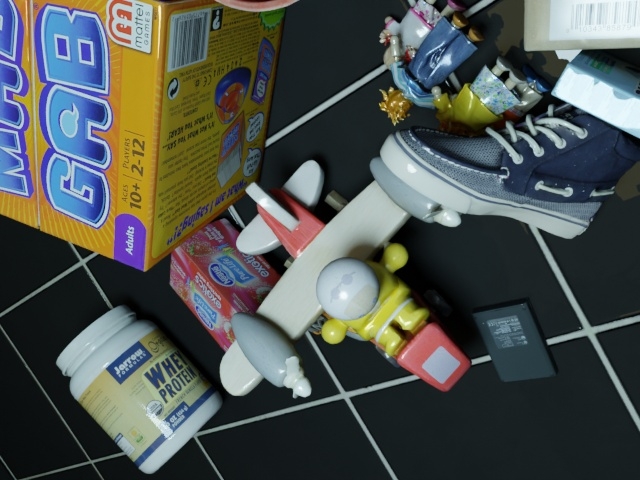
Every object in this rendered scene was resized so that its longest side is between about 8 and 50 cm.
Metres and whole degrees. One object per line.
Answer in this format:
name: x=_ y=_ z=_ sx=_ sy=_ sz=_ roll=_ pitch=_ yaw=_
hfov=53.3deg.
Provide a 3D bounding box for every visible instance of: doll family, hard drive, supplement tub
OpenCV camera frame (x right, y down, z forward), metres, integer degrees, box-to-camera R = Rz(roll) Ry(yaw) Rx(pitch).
doll family: x=0.167 y=-0.211 z=0.867 sx=0.263 sy=0.118 sz=0.163 roll=45 pitch=128 yaw=4
hard drive: x=0.312 y=0.164 z=1.026 sx=0.094 sy=0.022 sz=0.135 roll=-17 pitch=103 yaw=36
supplement tub: x=-0.396 y=0.319 z=1.397 sx=0.316 sy=0.228 sz=0.228 roll=46 pitch=128 yaw=3

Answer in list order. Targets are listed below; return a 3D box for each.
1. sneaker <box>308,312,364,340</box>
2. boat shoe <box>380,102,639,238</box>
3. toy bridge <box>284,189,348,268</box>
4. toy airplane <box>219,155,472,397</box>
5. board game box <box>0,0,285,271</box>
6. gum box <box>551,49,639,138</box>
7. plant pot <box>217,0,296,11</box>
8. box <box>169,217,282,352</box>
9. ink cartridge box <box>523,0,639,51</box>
sneaker: x=0.012 y=0.135 z=1.159 sx=0.214 sy=0.084 sz=0.083 roll=23 pitch=123 yaw=32
boat shoe: x=0.243 y=-0.114 z=0.783 sx=0.158 sy=0.340 sz=0.127 roll=-58 pitch=38 yaw=31
toy bridge: x=0.000 y=0.000 z=1.130 sx=0.063 sy=0.026 sz=0.188 roll=38 pitch=126 yaw=8
toy airplane: x=0.030 y=0.042 z=0.951 sx=0.383 sy=0.272 sz=0.387 roll=-2 pitch=91 yaw=5
board game box: x=-0.300 y=-0.235 z=0.955 sx=0.356 sy=0.356 sz=0.357 roll=20 pitch=120 yaw=13
gum box: x=0.375 y=-0.162 z=0.742 sx=0.184 sy=0.157 sz=0.041 roll=32 pitch=125 yaw=14
plant pot: x=-0.019 y=-0.435 z=0.776 sx=0.272 sy=0.265 sz=0.273 roll=13 pitch=119 yaw=25
box: x=-0.157 y=0.096 z=1.161 sx=0.257 sy=0.122 sz=0.128 roll=44 pitch=139 yaw=28
ink cartridge box: x=0.357 y=-0.320 z=0.720 sx=0.234 sy=0.088 sz=0.194 roll=7 pitch=117 yaw=29
